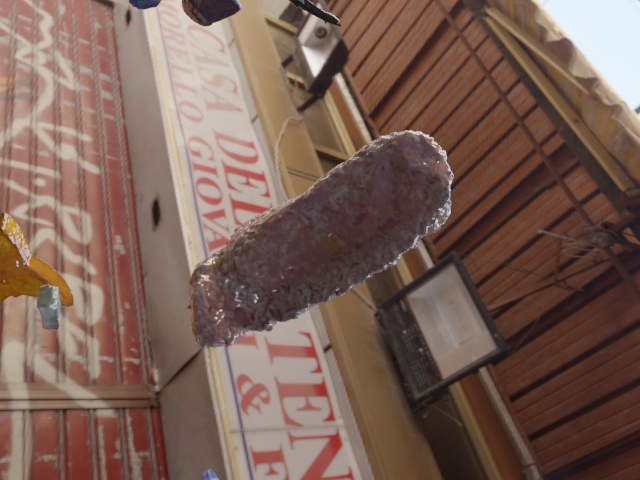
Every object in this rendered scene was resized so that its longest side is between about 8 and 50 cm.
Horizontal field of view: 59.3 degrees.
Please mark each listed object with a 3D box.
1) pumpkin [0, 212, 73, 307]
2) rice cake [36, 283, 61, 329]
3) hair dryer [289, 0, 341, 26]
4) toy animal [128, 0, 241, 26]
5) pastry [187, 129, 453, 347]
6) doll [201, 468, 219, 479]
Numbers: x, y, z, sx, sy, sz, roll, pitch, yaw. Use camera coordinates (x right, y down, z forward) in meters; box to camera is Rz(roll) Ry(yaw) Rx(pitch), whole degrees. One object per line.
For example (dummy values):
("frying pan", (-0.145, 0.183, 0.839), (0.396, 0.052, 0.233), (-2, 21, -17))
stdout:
("pumpkin", (-0.797, 0.075, 1.394), (0.258, 0.290, 0.095), (-17, -145, 7))
("rice cake", (-0.463, 0.116, 0.961), (0.211, 0.034, 0.043), (141, -52, -60))
("hair dryer", (-0.088, -0.504, 0.981), (0.303, 0.359, 0.120), (-32, -143, 51))
("toy animal", (-0.190, -0.399, 0.790), (0.239, 0.176, 0.255), (58, -12, -5))
("pastry", (0.000, 0.000, 0.512), (0.265, 0.112, 0.103), (-29, -89, 12))
("doll", (-0.350, 0.714, 1.445), (0.375, 0.365, 0.187), (-21, -104, 40))
